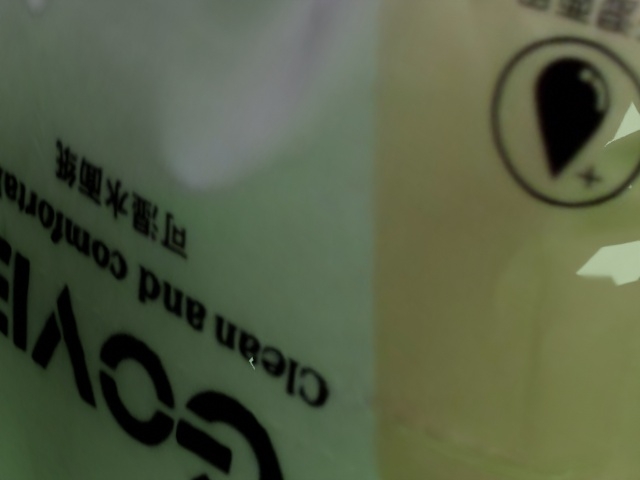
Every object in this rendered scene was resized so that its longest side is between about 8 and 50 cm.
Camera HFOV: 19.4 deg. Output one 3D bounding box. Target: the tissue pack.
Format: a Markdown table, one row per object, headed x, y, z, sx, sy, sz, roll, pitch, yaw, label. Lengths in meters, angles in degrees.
| x | y | z | sx | sy | sz | roll | pitch | yaw | label |
| --- | --- | --- | --- | --- | --- | --- | --- | --- | --- |
| 0.000 | 0.000 | 0.609 | 0.375 | 0.195 | 0.390 | 35 | 129 | 45 | tissue pack |
